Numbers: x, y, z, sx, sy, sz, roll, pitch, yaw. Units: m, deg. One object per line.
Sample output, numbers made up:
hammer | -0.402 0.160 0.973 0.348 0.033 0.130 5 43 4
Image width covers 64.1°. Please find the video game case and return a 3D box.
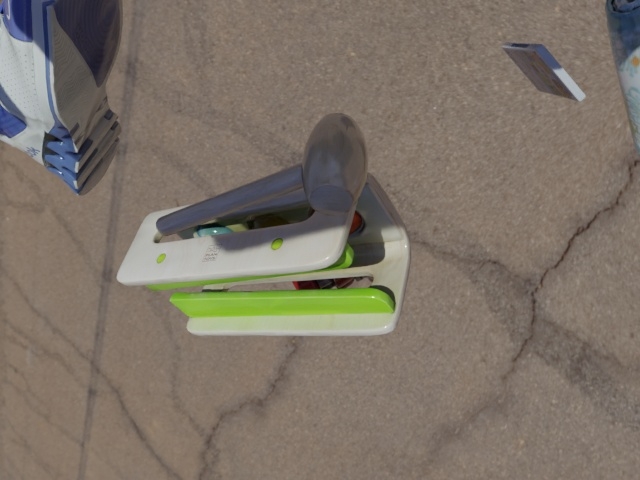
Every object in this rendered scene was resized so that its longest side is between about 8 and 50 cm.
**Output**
video game case | 0.283 -0.219 0.656 0.087 0.122 0.011 41 106 -15

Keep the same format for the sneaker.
sneaker | -0.321 -0.178 0.534 0.182 0.127 0.315 24 147 -8

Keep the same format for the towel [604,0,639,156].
towel | 0.624 -0.380 0.907 0.090 0.374 0.320 8 147 49

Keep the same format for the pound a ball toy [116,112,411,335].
pound a ball toy | -0.057 -0.014 0.491 0.319 0.135 0.208 -8 140 32

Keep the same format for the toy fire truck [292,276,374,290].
toy fire truck | 0.000 0.000 1.036 0.169 0.302 0.253 -30 81 0
